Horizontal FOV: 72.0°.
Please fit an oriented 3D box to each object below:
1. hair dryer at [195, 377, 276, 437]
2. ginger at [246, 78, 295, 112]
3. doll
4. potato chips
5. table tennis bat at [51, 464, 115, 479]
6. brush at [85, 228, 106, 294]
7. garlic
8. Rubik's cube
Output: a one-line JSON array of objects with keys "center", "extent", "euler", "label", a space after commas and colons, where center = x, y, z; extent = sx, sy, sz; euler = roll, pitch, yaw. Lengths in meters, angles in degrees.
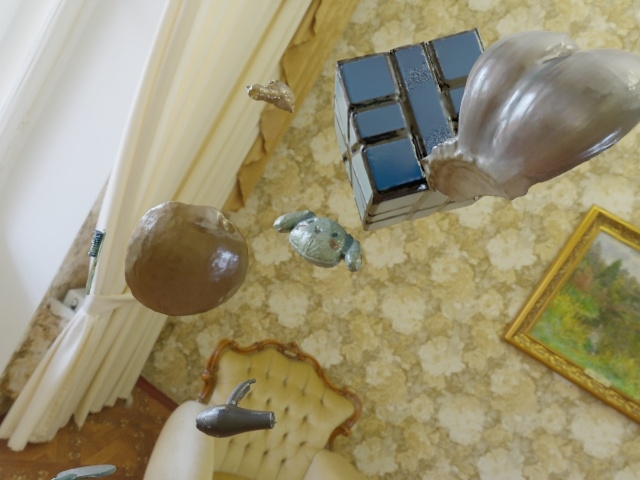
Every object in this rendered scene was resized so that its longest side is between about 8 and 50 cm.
[{"center": [-0.229, 0.488, 1.350], "extent": [0.236, 0.091, 0.271], "euler": [-6, 18, 11], "label": "hair dryer"}, {"center": [-0.140, -0.433, 1.279], "extent": [0.165, 0.067, 0.096], "euler": [8, 65, -41], "label": "ginger"}, {"center": [0.000, 0.000, 0.887], "extent": [0.214, 0.103, 0.071], "euler": [29, -38, 28], "label": "doll"}, {"center": [-0.210, 0.045, 0.677], "extent": [0.195, 0.208, 0.061], "euler": [49, 9, -29], "label": "potato chips"}, {"center": [-0.463, 0.453, 0.850], "extent": [0.100, 0.019, 0.155], "euler": [-4, -18, 3], "label": "table tennis bat"}, {"center": [-0.594, 0.055, 1.146], "extent": [0.030, 0.178, 0.033], "euler": [12, 8, -44], "label": "brush"}, {"center": [0.285, -0.152, 0.574], "extent": [0.210, 0.292, 0.237], "euler": [50, 0, 30], "label": "garlic"}, {"center": [0.192, -0.203, 0.905], "extent": [0.293, 0.284, 0.288], "euler": [68, 6, -82], "label": "Rubik's cube"}]
